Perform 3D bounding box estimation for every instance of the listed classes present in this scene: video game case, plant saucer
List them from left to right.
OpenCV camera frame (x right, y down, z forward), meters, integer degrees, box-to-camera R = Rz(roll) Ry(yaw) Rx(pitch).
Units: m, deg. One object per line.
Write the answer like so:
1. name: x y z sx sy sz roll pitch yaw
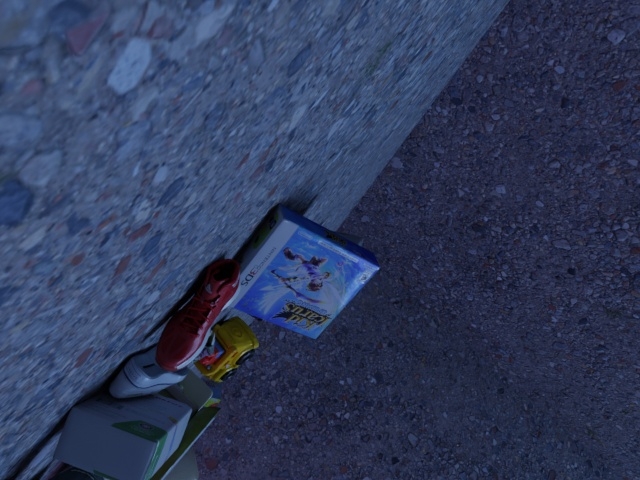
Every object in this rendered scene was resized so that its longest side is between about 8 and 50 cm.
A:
1. plant saucer: -0.310 0.450 1.107 0.241 0.037 0.241 -49 176 -5
2. video game case: -0.047 0.080 1.106 0.244 0.269 0.061 -50 -147 22

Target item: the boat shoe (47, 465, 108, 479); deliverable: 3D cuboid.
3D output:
1. boat shoe: -0.487 0.478 0.819 0.319 0.116 0.099 -37 -179 3

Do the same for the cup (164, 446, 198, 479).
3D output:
1. cup: -0.563 0.713 1.534 0.237 0.331 0.331 0 137 -50

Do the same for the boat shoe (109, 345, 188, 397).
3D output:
1. boat shoe: -0.332 0.254 0.983 0.075 0.083 0.226 -37 165 -1

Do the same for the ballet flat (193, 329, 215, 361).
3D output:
1. ballet flat: -0.322 0.274 1.372 0.221 0.076 0.079 100 12 -83

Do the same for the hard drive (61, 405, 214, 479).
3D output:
1. hard drive: -0.459 0.522 1.244 0.353 0.233 0.047 -45 134 -47

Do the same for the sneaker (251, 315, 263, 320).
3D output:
1. sneaker: -0.187 0.169 1.618 0.118 0.107 0.279 -57 -176 -31

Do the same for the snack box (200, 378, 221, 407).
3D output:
1. snack box: -0.459 0.547 1.730 0.207 0.174 0.070 -51 -149 29

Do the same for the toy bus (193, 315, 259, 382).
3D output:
1. toy bus: -0.344 0.374 1.672 0.220 0.149 0.211 -47 164 16

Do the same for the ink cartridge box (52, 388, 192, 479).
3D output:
1. ink cartridge box: -0.338 0.337 0.910 0.212 0.154 0.093 75 35 -87

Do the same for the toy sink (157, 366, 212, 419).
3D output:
1. toy sink: -0.370 0.379 1.158 0.234 0.153 0.131 -46 175 -28

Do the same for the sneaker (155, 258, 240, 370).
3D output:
1. sneaker: -0.218 0.117 0.904 0.221 0.087 0.128 -61 175 -32

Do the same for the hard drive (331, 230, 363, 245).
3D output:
1. hard drive: 0.000 0.000 1.314 0.307 0.202 0.040 -25 126 -81
